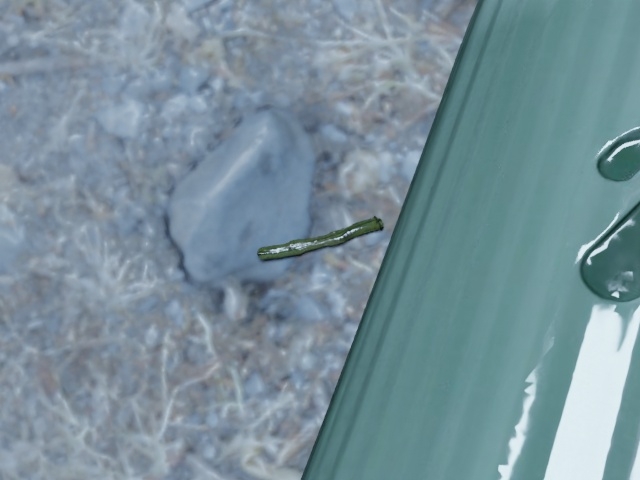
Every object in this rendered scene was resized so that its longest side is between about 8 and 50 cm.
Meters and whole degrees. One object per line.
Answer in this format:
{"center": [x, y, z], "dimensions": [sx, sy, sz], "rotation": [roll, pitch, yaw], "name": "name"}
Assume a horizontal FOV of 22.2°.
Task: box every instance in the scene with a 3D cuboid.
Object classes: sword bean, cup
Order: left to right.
{"center": [0.000, 0.000, 1.050], "dimensions": [0.083, 0.012, 0.012], "rotation": [-15, 81, 5], "name": "sword bean"}
{"center": [0.192, 0.094, 0.899], "dimensions": [0.310, 0.401, 0.392], "rotation": [5, 76, 49], "name": "cup"}
